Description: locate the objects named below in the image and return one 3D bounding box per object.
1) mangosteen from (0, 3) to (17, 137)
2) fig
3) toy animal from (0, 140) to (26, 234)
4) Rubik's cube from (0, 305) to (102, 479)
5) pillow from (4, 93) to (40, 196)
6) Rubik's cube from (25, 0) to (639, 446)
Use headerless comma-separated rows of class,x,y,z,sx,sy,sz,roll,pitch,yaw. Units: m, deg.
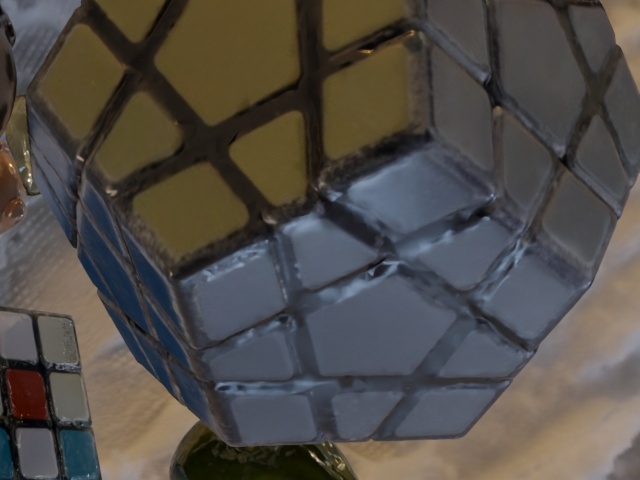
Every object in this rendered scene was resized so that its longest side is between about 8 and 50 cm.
mangosteen,-0.307,-0.118,0.774,0.210,0.210,0.209,5,78,-22
fig,-0.056,0.254,1.317,0.167,0.234,0.167,47,33,-44
toy animal,-0.465,-0.073,1.379,0.198,0.171,0.171,19,72,-40
Rubik's cube,-0.396,0.216,1.135,0.256,0.259,0.253,18,54,-58
pillow,-0.263,-0.145,1.344,0.229,0.051,0.128,-21,79,7
Rubik's cube,0.006,-0.049,0.593,0.264,0.319,0.319,-32,93,-19
